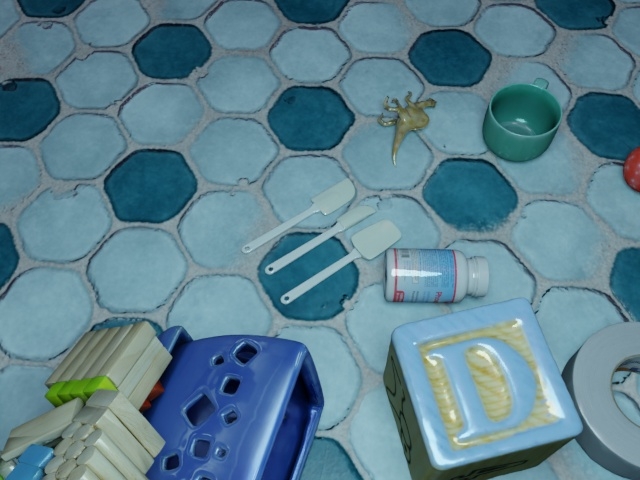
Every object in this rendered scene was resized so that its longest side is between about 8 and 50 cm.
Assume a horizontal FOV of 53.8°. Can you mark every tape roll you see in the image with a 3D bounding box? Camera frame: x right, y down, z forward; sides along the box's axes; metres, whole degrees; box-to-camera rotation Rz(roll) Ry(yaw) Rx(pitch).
[{"bbox_3d":[0.467,0.232,0.915,0.219,0.072,0.219,-1,59,1],"label":"tape roll"}]

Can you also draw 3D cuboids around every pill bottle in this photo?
[{"bbox_3d":[0.183,0.057,1.014,0.160,0.087,0.087,1,60,2],"label":"pill bottle"}]

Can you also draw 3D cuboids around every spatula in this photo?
[{"bbox_3d":[0.000,0.000,1.091,0.242,0.019,0.168,-32,65,-16],"label":"spatula"}]

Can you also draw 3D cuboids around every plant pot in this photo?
[{"bbox_3d":[-0.136,0.254,0.829,0.212,0.236,0.236,13,61,15],"label":"plant pot"}]

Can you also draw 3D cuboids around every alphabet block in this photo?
[{"bbox_3d":[0.203,0.217,0.858,0.194,0.197,0.192,-11,61,-5],"label":"alphabet block"}]

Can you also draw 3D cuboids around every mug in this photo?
[{"bbox_3d":[0.377,-0.214,1.162,0.158,0.097,0.129,-24,62,-13],"label":"mug"}]

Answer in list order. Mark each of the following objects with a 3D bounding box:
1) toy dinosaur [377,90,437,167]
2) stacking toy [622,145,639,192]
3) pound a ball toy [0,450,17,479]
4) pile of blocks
[{"bbox_3d":[0.158,-0.232,1.203,0.093,0.053,0.183,29,64,15],"label":"toy dinosaur"},{"bbox_3d":[0.689,-0.088,1.070,0.330,0.141,0.141,23,63,19],"label":"stacking toy"},{"bbox_3d":[-0.497,0.451,0.793,0.319,0.136,0.208,-35,90,-18],"label":"pound a ball toy"},{"bbox_3d":[-0.229,0.232,0.632,0.149,0.112,0.362,-25,28,8],"label":"pile of blocks"}]
